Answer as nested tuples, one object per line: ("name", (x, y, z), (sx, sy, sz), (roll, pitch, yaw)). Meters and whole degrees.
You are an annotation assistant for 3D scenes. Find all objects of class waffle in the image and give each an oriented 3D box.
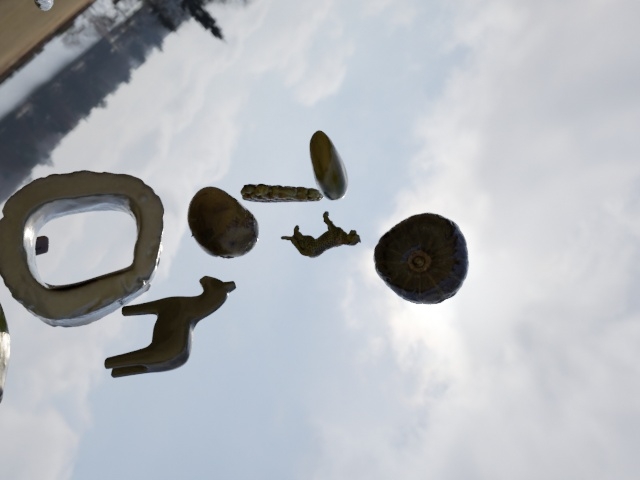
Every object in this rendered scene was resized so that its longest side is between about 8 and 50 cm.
("waffle", (-0.140, -0.162, 2.471), (0.300, 0.058, 0.281), (2, 180, 5))

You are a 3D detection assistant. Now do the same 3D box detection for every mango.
("mango", (0.016, -0.176, 1.739), (0.085, 0.191, 0.122), (-12, -128, 14))

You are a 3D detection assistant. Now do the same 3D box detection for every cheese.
("cheese", (-0.476, 0.014, 1.441), (0.332, 0.292, 0.153), (-16, 172, -15))

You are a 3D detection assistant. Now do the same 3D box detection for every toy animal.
("toy animal", (0.000, 0.000, 1.887), (0.181, 0.073, 0.136), (-22, -132, -21))

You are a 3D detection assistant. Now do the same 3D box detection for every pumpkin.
("pumpkin", (0.241, 0.044, 1.613), (0.219, 0.219, 0.162), (-40, 167, 4))

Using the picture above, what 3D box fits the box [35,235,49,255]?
("box", (-0.746, 0.020, 1.792), (0.115, 0.025, 0.048), (-20, 130, -57))

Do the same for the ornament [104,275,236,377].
("ornament", (-0.296, 0.165, 1.432), (0.245, 0.061, 0.230), (-9, -138, 9))

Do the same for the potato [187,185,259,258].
("potato", (-0.214, -0.037, 1.486), (0.176, 0.137, 0.137), (29, -121, 19))

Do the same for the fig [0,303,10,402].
("fig", (-0.669, 0.172, 1.141), (0.343, 0.343, 0.343), (-35, -157, 17))

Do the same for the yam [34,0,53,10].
("yam", (-0.823, -0.728, 2.064), (0.061, 0.061, 0.274), (-44, -163, -7))
